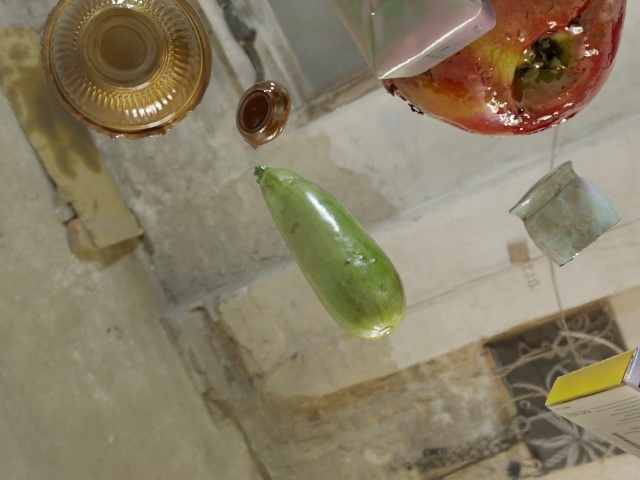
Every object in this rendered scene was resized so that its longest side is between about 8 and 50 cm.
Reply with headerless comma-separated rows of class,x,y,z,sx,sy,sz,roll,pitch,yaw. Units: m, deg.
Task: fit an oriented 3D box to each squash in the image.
squash,0.007,-0.004,1.004,0.370,0.118,0.118,55,9,36

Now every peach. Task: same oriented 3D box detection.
peach,0.233,-0.348,1.015,0.339,0.353,0.416,40,20,-43

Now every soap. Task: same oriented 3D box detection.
soap,0.094,-0.289,0.749,0.182,0.138,0.199,58,22,-2

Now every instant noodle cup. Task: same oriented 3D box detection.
instant noodle cup,-0.307,-0.297,1.054,0.274,0.274,0.091,63,-7,-10

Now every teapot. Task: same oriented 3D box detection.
teapot,-0.099,-0.222,1.191,0.098,0.129,0.078,40,21,18

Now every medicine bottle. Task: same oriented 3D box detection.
medicine bottle,0.430,-0.050,1.187,0.143,0.147,0.147,51,17,10

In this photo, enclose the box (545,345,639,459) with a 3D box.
box,0.295,0.156,0.466,0.247,0.033,0.129,29,-21,4
